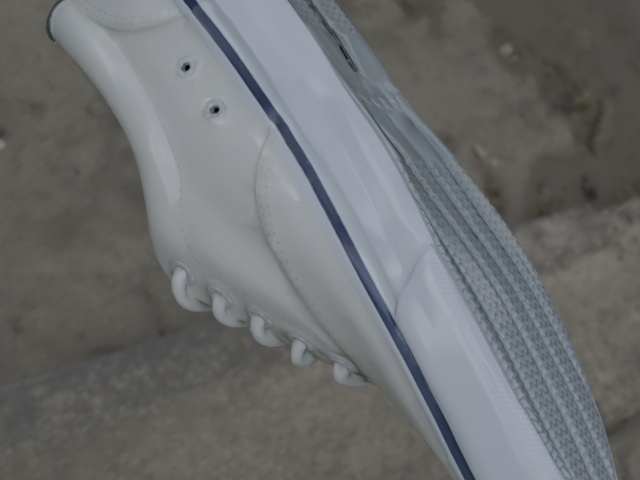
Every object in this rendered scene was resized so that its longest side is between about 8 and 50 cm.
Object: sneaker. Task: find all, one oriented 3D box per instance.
[{"bbox_3d":[0.000,0.000,0.570,0.258,0.091,0.094,58,20,19],"label":"sneaker"}]
